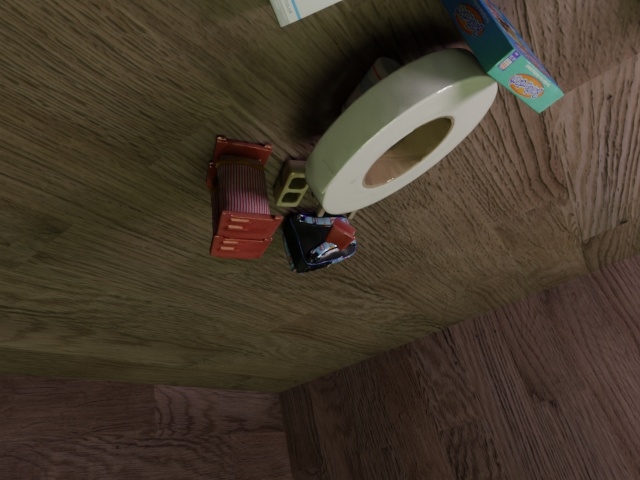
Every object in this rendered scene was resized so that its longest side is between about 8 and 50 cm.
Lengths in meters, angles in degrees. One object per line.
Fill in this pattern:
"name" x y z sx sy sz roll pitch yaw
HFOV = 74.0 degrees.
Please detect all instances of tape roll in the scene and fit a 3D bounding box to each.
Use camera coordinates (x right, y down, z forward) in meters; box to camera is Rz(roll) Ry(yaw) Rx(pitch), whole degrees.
"tape roll" 0.149 -0.188 0.815 0.393 0.071 0.392 -30 166 -8

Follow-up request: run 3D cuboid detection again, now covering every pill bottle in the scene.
"pill bottle" 0.096 -0.255 0.803 0.087 0.087 0.160 7 144 -32

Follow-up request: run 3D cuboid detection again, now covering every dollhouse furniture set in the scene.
"dollhouse furniture set" -0.052 -0.080 0.922 0.375 0.201 0.152 3 146 -26

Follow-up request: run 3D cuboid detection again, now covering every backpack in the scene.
"backpack" 0.000 0.000 1.138 0.174 0.158 0.117 -11 160 -30

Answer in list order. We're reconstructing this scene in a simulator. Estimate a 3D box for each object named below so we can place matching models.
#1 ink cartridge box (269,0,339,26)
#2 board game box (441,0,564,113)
"ink cartridge box" 0.016 -0.389 0.569 0.210 0.062 0.109 -20 149 8
"board game box" 0.277 -0.312 0.665 0.160 0.210 0.047 13 140 -38
